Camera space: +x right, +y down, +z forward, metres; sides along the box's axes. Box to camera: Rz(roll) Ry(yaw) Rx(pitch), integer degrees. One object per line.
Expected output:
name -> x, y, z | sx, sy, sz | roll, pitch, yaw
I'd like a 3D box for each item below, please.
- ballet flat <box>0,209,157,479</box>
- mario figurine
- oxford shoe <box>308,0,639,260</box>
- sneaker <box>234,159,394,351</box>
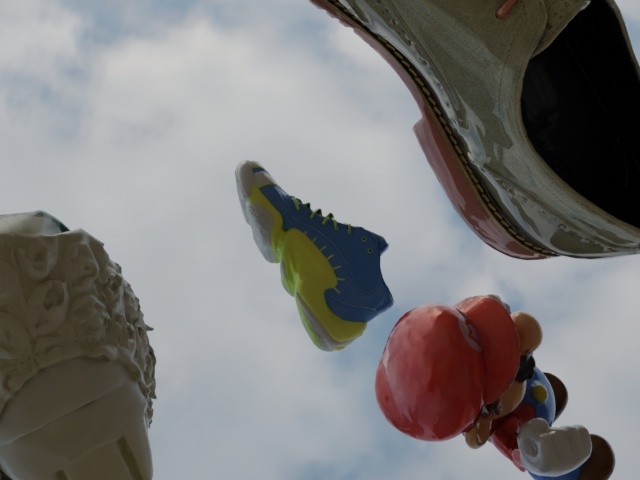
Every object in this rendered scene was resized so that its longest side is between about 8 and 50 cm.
ballet flat -> -0.155, 0.164, 0.853 | 0.147, 0.409, 0.147 | -1, -140, 1
mario figurine -> 0.182, 0.127, 1.141 | 0.320, 0.198, 0.170 | 36, -110, -53
oxford shoe -> 0.078, -0.153, 0.678 | 0.140, 0.146, 0.397 | -46, -69, -16
sneaker -> 0.000, 0.000, 1.431 | 0.126, 0.091, 0.240 | -26, -98, -9
